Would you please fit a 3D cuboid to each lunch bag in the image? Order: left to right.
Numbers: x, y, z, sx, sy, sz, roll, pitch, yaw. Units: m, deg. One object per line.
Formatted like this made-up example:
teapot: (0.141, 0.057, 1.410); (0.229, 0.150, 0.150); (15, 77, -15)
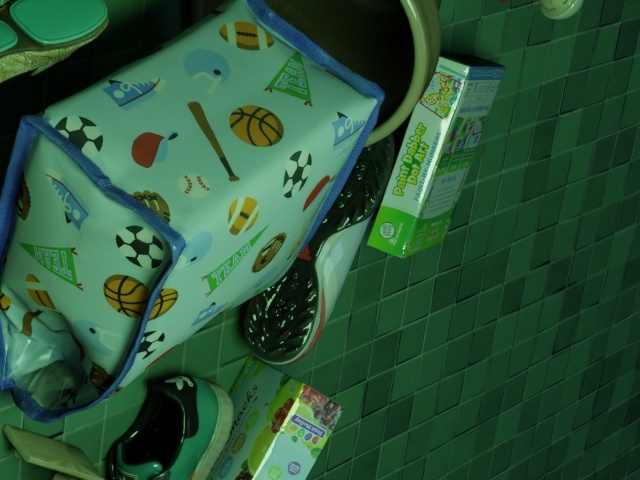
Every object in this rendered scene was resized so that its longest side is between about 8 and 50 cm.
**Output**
lunch bag: (-0.159, -0.014, 1.747); (0.328, 0.239, 0.385); (-36, 160, -38)

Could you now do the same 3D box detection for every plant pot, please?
plant pot: (0.027, -0.257, 1.877); (0.229, 0.263, 0.263); (-52, 149, -52)

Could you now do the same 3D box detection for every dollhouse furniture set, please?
dollhouse furniture set: (-0.304, 0.310, 1.875); (0.151, 0.144, 0.123); (-51, 142, 6)

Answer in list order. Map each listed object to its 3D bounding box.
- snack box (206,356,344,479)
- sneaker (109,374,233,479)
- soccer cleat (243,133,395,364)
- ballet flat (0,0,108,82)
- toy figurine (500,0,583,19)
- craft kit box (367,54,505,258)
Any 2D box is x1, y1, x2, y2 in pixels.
snack box: (-0.079, 0.256, 2.092); (0.070, 0.174, 0.207); (33, 85, -24)
sneaker: (-0.204, 0.295, 2.021); (0.121, 0.108, 0.302); (23, 84, -55)
soccer cleat: (0.000, 0.000, 2.123); (0.116, 0.108, 0.318); (41, 72, -80)
ballet flat: (-0.288, -0.180, 1.640); (0.206, 0.073, 0.067); (-23, 156, -42)
toy figurine: (0.240, -0.378, 2.084); (0.148, 0.209, 0.213); (26, 86, -40)
craft kit box: (0.149, -0.110, 2.204); (0.250, 0.061, 0.247); (-17, 124, -74)
